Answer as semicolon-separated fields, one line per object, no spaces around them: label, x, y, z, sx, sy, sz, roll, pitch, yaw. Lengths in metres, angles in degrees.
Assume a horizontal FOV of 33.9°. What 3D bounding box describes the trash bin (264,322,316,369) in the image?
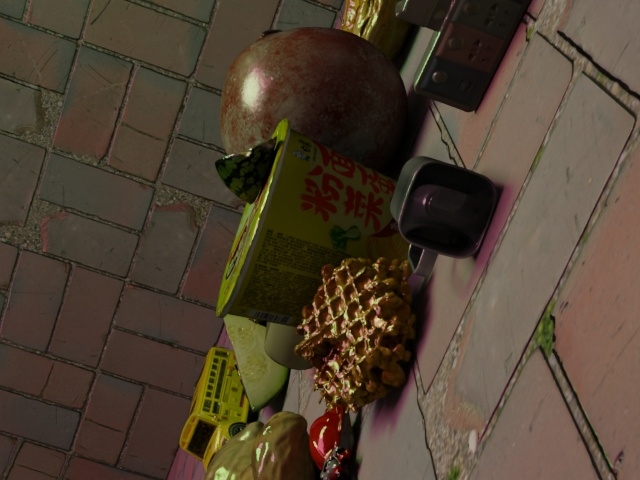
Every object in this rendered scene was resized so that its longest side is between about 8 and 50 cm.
trash bin;-0.015;0.068;1.841;0.243;0.121;0.247;-89;16;-65

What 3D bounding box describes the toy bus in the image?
toy bus;-0.223;0.391;2.362;0.330;0.152;0.144;-84;16;-58

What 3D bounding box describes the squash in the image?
squash;-0.126;0.235;2.174;0.289;0.111;0.203;149;105;-83

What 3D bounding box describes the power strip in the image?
power strip;0.166;-0.278;1.292;0.061;0.145;0.215;-87;18;-57

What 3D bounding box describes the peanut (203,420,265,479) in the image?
peanut;-0.142;0.455;1.750;0.153;0.140;0.325;55;-133;-44

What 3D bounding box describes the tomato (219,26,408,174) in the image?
tomato;-0.012;-0.209;1.732;0.316;0.317;0.282;128;144;-67

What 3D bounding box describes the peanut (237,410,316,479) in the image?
peanut;-0.066;0.357;1.540;0.196;0.110;0.233;-76;8;-59

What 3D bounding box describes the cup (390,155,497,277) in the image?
cup;0.129;-0.026;1.173;0.129;0.095;0.128;-103;31;-80

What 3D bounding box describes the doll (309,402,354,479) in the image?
doll;0.013;0.272;1.386;0.169;0.057;0.109;-88;20;-66

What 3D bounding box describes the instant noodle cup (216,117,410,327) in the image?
instant noodle cup;0.000;0.000;1.507;0.311;0.222;0.311;-161;90;-81

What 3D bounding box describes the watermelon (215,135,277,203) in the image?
watermelon;-0.111;-0.101;1.449;0.163;0.069;0.086;156;131;-76

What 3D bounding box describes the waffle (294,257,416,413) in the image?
waffle;0.041;0.116;1.304;0.193;0.070;0.197;-12;66;53

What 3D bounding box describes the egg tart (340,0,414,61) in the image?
egg tart;0.115;-0.437;2.058;0.319;0.128;0.318;-164;90;-82

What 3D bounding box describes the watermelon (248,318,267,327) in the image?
watermelon;-0.084;0.158;2.072;0.245;0.119;0.063;109;167;-86
